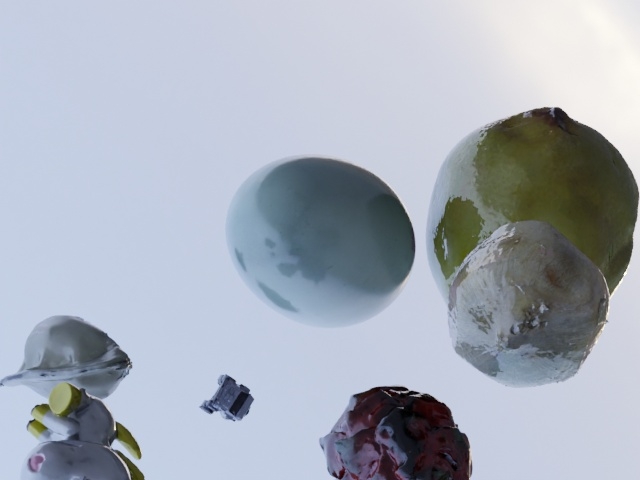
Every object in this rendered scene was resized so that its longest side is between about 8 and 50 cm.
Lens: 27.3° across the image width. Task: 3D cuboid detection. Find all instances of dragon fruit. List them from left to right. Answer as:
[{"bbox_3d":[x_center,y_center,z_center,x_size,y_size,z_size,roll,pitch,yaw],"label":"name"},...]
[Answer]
[{"bbox_3d":[0.086,0.254,1.545,0.182,0.189,0.182,10,-101,-59],"label":"dragon fruit"}]

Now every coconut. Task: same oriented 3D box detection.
[{"bbox_3d":[0.231,0.075,1.482,0.194,0.194,0.194,45,-162,-19],"label":"coconut"}]

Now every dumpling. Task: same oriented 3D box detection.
[{"bbox_3d":[-0.384,0.182,1.925,0.172,0.247,0.142,-17,-88,-37],"label":"dumpling"}]

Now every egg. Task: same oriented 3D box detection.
[{"bbox_3d":[0.000,0.000,1.757,0.230,0.230,0.371,57,-167,19],"label":"egg"}]

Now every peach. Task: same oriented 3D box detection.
[{"bbox_3d":[0.292,-0.021,1.870,0.281,0.314,0.315,25,149,35],"label":"peach"}]

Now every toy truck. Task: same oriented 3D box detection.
[{"bbox_3d":[-0.088,0.156,1.277,0.044,0.039,0.083,33,167,-4],"label":"toy truck"}]

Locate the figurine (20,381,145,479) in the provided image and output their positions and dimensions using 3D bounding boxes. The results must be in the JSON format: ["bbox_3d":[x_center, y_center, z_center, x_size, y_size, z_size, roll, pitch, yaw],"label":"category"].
[{"bbox_3d":[-0.240,0.228,1.355,0.130,0.109,0.178,18,-159,-16],"label":"figurine"}]
